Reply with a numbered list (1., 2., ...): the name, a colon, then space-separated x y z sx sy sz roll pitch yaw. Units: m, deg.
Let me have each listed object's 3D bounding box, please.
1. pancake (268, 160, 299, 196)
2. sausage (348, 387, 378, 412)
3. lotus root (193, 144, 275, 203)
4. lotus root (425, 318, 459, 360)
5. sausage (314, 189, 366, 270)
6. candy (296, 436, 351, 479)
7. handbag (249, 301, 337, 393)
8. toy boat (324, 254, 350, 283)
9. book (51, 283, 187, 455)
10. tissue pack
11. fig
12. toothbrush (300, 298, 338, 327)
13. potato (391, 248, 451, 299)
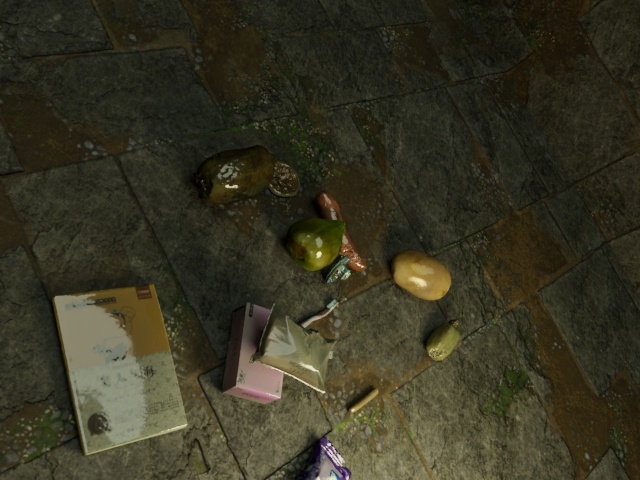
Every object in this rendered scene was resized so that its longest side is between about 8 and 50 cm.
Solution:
1. pancake: -0.130 -0.206 2.146 0.140 0.022 0.139 17 58 -28
2. sausage: 0.133 0.491 1.971 0.132 0.024 0.024 -26 84 -43
3. lotus root: -0.250 -0.202 1.965 0.275 0.160 0.152 -30 76 -42
4. lotus root: 0.428 0.343 2.232 0.090 0.077 0.183 53 50 -11
5. sausage: 0.063 -0.029 2.162 0.078 0.078 0.304 -20 83 -41
6. candy: -0.017 0.672 1.735 0.145 0.070 0.275 55 43 -9
7. handbag: -0.065 0.293 1.749 0.270 0.117 0.182 32 63 -31
8. toy boat: 0.061 0.099 2.048 0.066 0.140 0.059 47 46 15
9. book: -0.496 0.306 1.596 0.269 0.032 0.388 -7 72 -40
10. tissue pack: -0.176 0.313 1.789 0.149 0.092 0.246 23 54 -29
11. fig: -0.015 0.008 2.042 0.167 0.167 0.233 61 23 6
12. toothbrush: -0.030 0.251 1.979 0.027 0.021 0.269 47 46 10
13. potato: 0.357 0.116 2.270 0.234 0.146 0.150 29 22 -21
